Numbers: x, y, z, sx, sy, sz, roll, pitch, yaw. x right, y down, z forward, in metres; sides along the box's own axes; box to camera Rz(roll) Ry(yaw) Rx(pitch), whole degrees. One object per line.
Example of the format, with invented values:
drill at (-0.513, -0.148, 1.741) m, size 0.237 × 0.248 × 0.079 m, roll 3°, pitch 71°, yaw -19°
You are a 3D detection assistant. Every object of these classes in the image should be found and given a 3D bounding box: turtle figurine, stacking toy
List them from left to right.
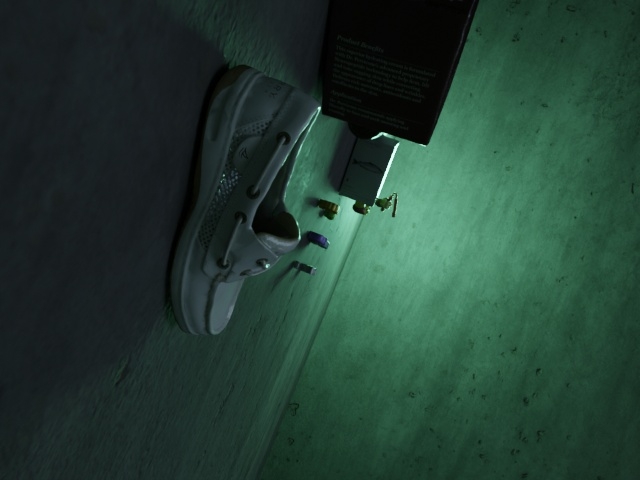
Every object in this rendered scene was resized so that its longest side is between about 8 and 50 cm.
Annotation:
stacking toy at (0.000, 0.000, 1.240) m, size 0.221 × 0.052 × 0.167 m, roll 50°, pitch 62°, yaw -83°
turtle figurine at (0.148, -0.159, 1.592) m, size 0.217 × 0.087 × 0.269 m, roll 117°, pitch -42°, yaw -66°

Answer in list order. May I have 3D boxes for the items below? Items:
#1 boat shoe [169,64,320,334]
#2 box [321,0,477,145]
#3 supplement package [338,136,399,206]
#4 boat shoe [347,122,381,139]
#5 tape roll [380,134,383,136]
boat shoe at (-0.067, -0.010, 0.477) m, size 0.098 × 0.096 × 0.277 m, roll -59°, pitch 169°, yaw -58°
box at (0.112, -0.276, 0.720) m, size 0.203 × 0.168 × 0.167 m, roll 99°, pitch 14°, yaw -51°
supplement package at (0.133, -0.200, 1.427) m, size 0.105 × 0.105 × 0.179 m, roll -53°, pitch 163°, yaw -65°
boat shoe at (0.139, -0.340, 1.017) m, size 0.104 × 0.111 × 0.307 m, roll -18°, pitch 130°, yaw -80°
tape roll at (0.196, -0.452, 1.296) m, size 0.392 × 0.072 × 0.392 m, roll 22°, pitch 90°, yaw -84°
